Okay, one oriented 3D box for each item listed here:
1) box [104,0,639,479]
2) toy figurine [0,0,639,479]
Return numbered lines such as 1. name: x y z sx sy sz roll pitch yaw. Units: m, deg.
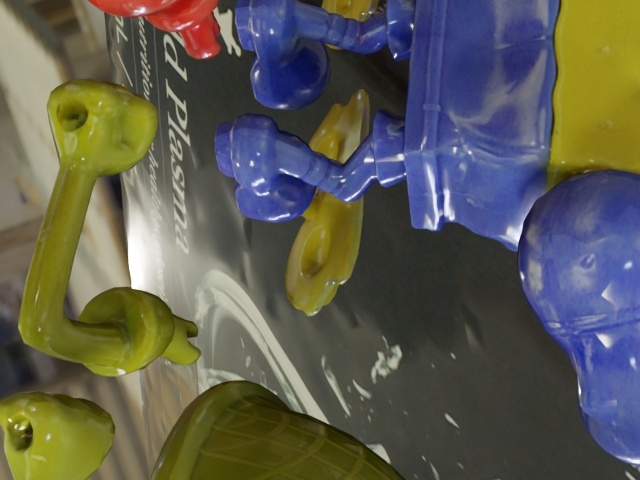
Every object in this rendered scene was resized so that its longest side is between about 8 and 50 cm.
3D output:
1. box: 0.131 0.073 0.816 0.472 0.297 0.480 45 147 43
2. toy figurine: 0.073 -0.031 0.421 0.191 0.217 0.362 68 -156 -55
